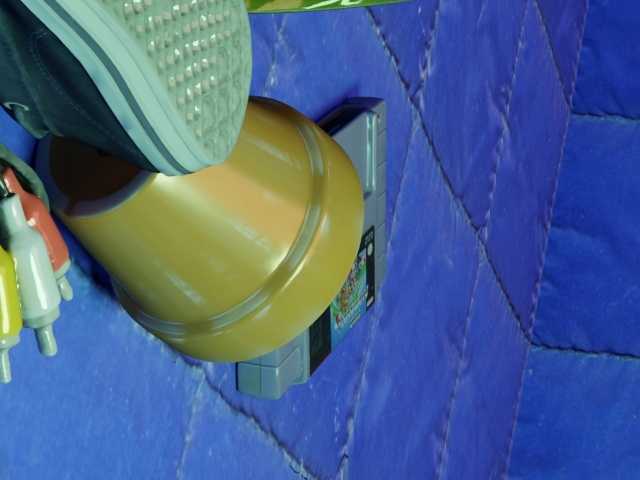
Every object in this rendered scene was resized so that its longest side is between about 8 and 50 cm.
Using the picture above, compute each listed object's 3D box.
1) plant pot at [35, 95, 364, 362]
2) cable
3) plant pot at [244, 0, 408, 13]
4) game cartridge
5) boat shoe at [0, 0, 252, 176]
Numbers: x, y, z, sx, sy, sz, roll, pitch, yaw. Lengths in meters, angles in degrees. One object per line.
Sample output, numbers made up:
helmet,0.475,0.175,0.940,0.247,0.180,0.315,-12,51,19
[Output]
plant pot,-0.101,-0.037,1.153,0.188,0.205,0.205,39,58,-50
cable,-0.210,-0.059,0.986,0.139,0.072,0.287,-65,154,-54
plant pot,0.037,-0.386,1.248,0.366,0.366,0.353,-10,94,-71
game cartridge,0.000,0.000,1.646,0.355,0.068,0.230,-44,132,-62
boat shoe,-0.173,-0.199,0.847,0.500,0.156,0.187,65,36,-59
